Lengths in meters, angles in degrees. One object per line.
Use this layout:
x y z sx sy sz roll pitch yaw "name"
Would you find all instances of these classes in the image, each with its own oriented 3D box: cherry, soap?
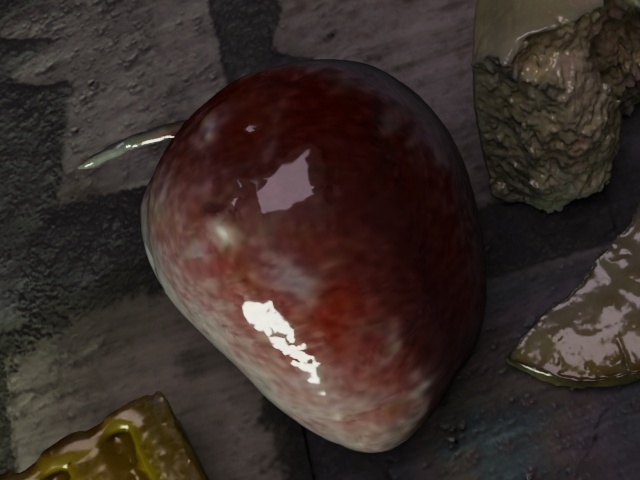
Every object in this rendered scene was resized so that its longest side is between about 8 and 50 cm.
0.000 -0.001 1.220 0.291 0.335 0.326 -34 20 1 "cherry"
-0.187 0.317 1.225 0.259 0.143 0.281 -28 65 -1 "soap"

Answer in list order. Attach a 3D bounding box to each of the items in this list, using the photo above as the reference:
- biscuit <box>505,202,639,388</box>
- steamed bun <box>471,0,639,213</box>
0.310 0.041 1.252 0.290 0.038 0.141 -46 65 -5 "biscuit"
0.224 -0.153 1.249 0.170 0.225 0.200 5 69 17 "steamed bun"
